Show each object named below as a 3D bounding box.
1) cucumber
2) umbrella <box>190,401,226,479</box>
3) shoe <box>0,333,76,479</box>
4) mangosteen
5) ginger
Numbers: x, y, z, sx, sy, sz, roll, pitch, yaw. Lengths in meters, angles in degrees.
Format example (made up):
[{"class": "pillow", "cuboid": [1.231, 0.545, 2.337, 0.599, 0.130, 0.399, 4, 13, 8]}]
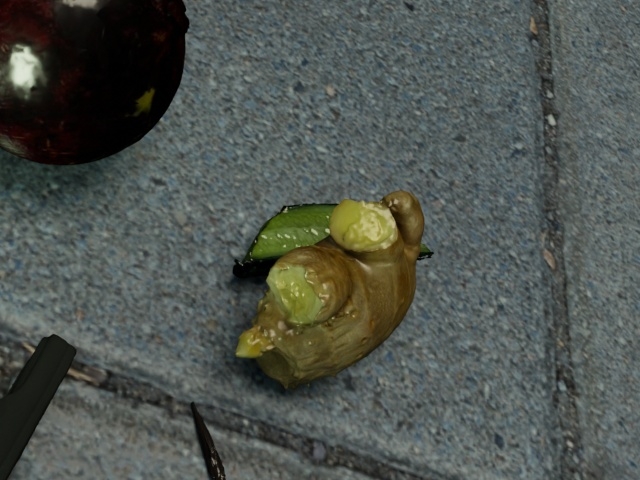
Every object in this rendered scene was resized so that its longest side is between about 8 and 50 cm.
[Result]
[{"class": "cucumber", "cuboid": [0.000, 0.000, 1.199, 0.220, 0.046, 0.070, -2, 57, -36]}, {"class": "umbrella", "cuboid": [-0.084, 0.182, 1.028, 0.013, 0.022, 0.122, -17, 54, -12]}, {"class": "shoe", "cuboid": [-0.256, 0.146, 0.886, 0.093, 0.108, 0.241, 31, 39, -7]}, {"class": "mangosteen", "cuboid": [-0.243, -0.168, 1.074, 0.265, 0.228, 0.228, -12, 56, 7]}, {"class": "ginger", "cuboid": [0.011, 0.052, 1.094, 0.102, 0.157, 0.216, 41, 50, 22]}]
